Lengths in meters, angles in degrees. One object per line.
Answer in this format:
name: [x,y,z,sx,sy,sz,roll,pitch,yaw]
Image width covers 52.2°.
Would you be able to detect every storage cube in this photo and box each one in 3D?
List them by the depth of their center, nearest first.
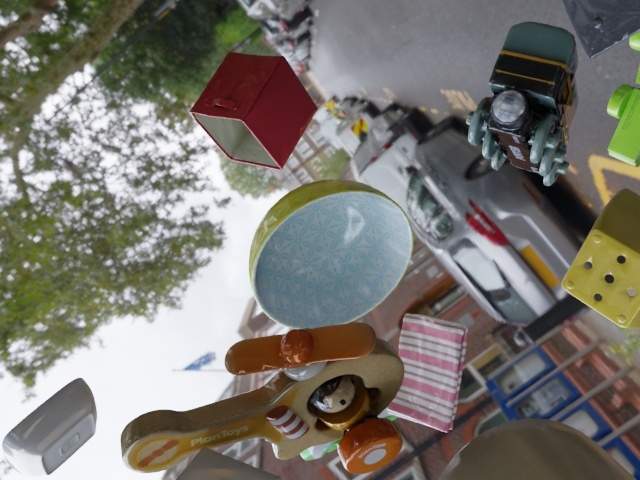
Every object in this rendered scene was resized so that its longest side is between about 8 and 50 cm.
storage cube: [-0.155,-0.308,1.553,0.184,0.193,0.215,15,159,36]

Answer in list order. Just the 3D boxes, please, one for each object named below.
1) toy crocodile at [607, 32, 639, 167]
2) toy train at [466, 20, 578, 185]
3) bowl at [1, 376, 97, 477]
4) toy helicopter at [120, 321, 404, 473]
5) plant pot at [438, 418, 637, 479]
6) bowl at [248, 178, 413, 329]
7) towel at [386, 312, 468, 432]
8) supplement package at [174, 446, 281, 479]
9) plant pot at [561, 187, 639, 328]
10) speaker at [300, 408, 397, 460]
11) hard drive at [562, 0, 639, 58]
toy crocodile: [0.624,-0.302,1.200,0.105,0.340,0.115,-12,-147,-38]
toy train: [0.344,-0.208,1.049,0.142,0.190,0.334,23,-177,26]
bowl: [-0.384,0.281,0.955,0.053,0.142,0.142,36,142,15]
toy helicopter: [-0.061,0.196,0.787,0.140,0.355,0.235,-119,25,-43]
plant pot: [0.271,0.342,0.645,0.256,0.256,0.274,51,173,-7]
bowl: [0.000,0.000,1.146,0.289,0.289,0.156,46,-172,-39]
towel: [0.196,0.239,1.207,0.029,0.197,0.144,14,174,-43]
supplement package: [-0.128,0.326,0.691,0.105,0.105,0.179,14,-156,18]
plant pot: [0.596,0.052,1.267,0.212,0.212,0.187,38,-143,30]
speaker: [0.075,0.420,1.587,0.131,0.296,0.131,64,179,2]
hard drive: [0.326,-0.357,0.742,0.172,0.054,0.254,156,93,-74]
